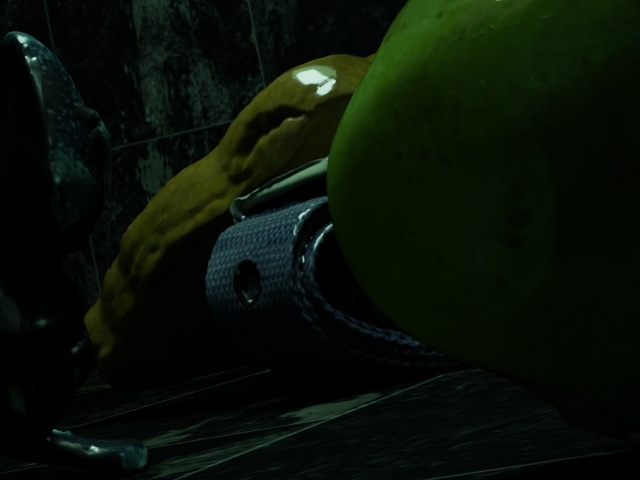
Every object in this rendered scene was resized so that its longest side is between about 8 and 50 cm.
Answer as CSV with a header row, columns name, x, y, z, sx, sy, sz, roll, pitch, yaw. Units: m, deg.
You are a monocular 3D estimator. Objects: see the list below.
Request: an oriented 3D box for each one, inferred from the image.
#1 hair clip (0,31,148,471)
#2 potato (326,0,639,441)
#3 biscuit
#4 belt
name,x,y,z,sx,sy,sz,roll,pitch,yaw
hair clip,-0.188,0.029,0.914,0.194,0.206,0.310,-5,-8,-17
potato,0.128,-0.028,0.563,0.253,0.186,0.148,2,42,-9
biscuit,0.000,0.000,1.382,0.381,0.074,0.359,-36,-31,10
belt,0.038,0.021,1.239,0.230,0.139,0.126,-3,-6,-37
